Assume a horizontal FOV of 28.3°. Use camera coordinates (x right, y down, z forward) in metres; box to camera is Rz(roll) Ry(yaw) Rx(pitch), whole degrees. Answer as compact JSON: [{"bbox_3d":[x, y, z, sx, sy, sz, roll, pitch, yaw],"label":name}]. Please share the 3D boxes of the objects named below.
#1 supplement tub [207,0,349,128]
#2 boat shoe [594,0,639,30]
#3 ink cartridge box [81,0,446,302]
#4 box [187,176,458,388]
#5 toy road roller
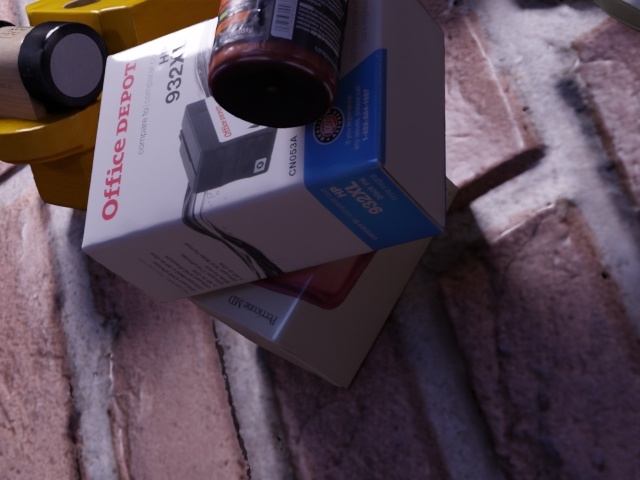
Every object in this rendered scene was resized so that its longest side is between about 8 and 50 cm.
[{"bbox_3d":[-0.029,-0.198,1.038,0.106,0.106,0.197,-12,57,32],"label":"supplement tub"},{"bbox_3d":[0.247,-0.281,1.220,0.228,0.081,0.068,37,90,23],"label":"boat shoe"},{"bbox_3d":[-0.050,-0.093,1.148,0.308,0.129,0.223,-15,57,28],"label":"ink cartridge box"},{"bbox_3d":[0.000,0.000,1.235,0.149,0.127,0.232,22,79,42],"label":"box"},{"bbox_3d":[-0.264,-0.181,1.533,0.203,0.240,0.329,10,34,41],"label":"toy road roller"}]
